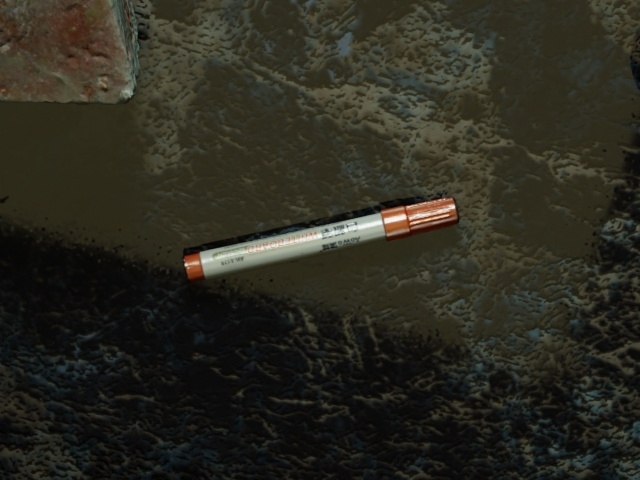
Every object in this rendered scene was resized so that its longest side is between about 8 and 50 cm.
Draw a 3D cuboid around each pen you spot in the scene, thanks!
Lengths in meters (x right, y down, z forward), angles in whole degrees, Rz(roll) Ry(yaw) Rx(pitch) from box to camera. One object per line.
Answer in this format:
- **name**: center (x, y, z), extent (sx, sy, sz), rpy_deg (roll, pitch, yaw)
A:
- **pen**: center (0.000, 0.000, 1.636), extent (0.239, 0.028, 0.028), rpy_deg (-12, 104, 2)

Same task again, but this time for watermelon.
- **watermelon**: center (-0.241, -0.194, 1.516), extent (0.262, 0.213, 0.201), rpy_deg (-38, 119, 13)
